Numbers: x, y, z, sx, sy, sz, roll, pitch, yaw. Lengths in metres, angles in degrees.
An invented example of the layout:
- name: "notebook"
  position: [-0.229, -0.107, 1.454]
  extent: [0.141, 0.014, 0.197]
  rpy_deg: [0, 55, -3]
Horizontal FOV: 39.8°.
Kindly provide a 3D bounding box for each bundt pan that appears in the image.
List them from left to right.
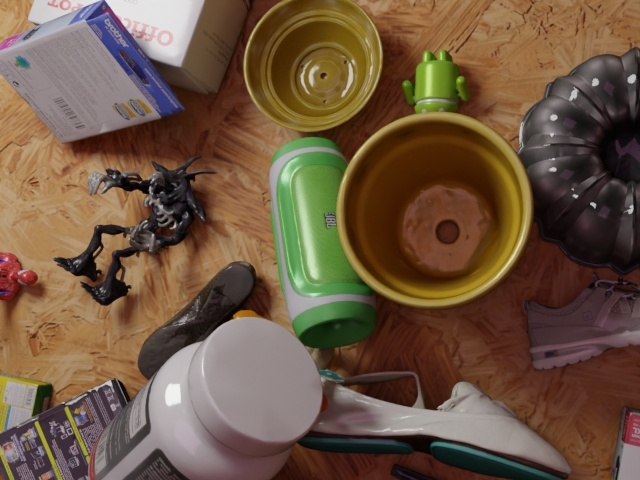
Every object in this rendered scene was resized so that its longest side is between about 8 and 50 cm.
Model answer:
- name: "bundt pan"
  position: [0.433, -0.119, 1.236]
  extent: [0.330, 0.124, 0.331]
  rpy_deg: [-1, 84, 14]

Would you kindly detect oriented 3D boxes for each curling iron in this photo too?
- name: "curling iron"
  position: [0.234, 0.373, 1.274]
  extent: [0.273, 0.035, 0.068]
  rpy_deg: [14, 83, 13]

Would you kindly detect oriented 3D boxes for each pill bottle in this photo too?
- name: "pill bottle"
  position: [-0.161, 0.265, 1.207]
  extent: [0.210, 0.210, 0.363]
  rpy_deg: [57, 134, 12]

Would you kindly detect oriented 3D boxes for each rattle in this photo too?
- name: "rattle"
  position: [-0.049, 0.162, 1.268]
  extent: [0.130, 0.200, 0.143]
  rpy_deg: [-27, 98, 1]

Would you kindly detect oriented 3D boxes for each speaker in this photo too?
- name: "speaker"
  position: [0.000, 0.000, 1.285]
  extent: [0.131, 0.131, 0.297]
  rpy_deg: [-16, 62, 11]

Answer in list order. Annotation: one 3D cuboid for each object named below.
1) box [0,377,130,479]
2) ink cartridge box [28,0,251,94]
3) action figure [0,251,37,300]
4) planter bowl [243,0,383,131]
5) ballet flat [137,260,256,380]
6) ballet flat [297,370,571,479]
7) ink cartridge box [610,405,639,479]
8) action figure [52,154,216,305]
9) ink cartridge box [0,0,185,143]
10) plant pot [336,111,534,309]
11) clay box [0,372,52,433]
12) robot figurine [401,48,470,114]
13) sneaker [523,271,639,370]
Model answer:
- name: "box"
  position: [-0.357, 0.380, 1.367]
  extent: [0.216, 0.060, 0.270]
  rpy_deg: [-26, 78, -9]
- name: "ink cartridge box"
  position: [-0.248, -0.469, 1.410]
  extent: [0.285, 0.166, 0.395]
  rpy_deg: [19, 89, 15]
- name: "action figure"
  position: [-0.612, 0.055, 1.458]
  extent: [0.280, 0.139, 0.092]
  rpy_deg: [2, 86, 11]
- name: "planter bowl"
  position: [-0.003, -0.265, 1.370]
  extent: [0.217, 0.090, 0.217]
  rpy_deg: [-1, 84, 12]
- name: "ballet flat"
  position: [-0.192, 0.125, 1.396]
  extent: [0.084, 0.058, 0.250]
  rpy_deg: [41, 100, -8]
- name: "ballet flat"
  position: [0.157, 0.255, 1.267]
  extent: [0.400, 0.139, 0.139]
  rpy_deg: [5, 85, 14]
- name: "ink cartridge box"
  position: [0.431, 0.319, 1.185]
  extent: [0.072, 0.127, 0.175]
  rpy_deg: [11, 86, 15]
- name: "action figure"
  position: [-0.289, -0.032, 1.388]
  extent: [0.164, 0.141, 0.276]
  rpy_deg: [44, 96, 25]
- name: "ink cartridge box"
  position: [-0.350, -0.253, 1.347]
  extent: [0.311, 0.186, 0.065]
  rpy_deg: [-4, 44, 41]
- name: "plant pot"
  position: [0.167, -0.027, 1.228]
  extent: [0.253, 0.239, 0.254]
  rpy_deg: [-2, 83, 13]
- name: "clay box"
  position: [-0.564, 0.278, 1.461]
  extent: [0.221, 0.053, 0.128]
  rpy_deg: [10, 86, 14]
- name: "robot figurine"
  position: [0.176, -0.228, 1.336]
  extent: [0.101, 0.067, 0.115]
  rpy_deg: [1, 85, 23]
- name: "sneaker"
  position: [0.416, 0.092, 1.225]
  extent: [0.281, 0.105, 0.115]
  rpy_deg: [-19, 80, 11]
